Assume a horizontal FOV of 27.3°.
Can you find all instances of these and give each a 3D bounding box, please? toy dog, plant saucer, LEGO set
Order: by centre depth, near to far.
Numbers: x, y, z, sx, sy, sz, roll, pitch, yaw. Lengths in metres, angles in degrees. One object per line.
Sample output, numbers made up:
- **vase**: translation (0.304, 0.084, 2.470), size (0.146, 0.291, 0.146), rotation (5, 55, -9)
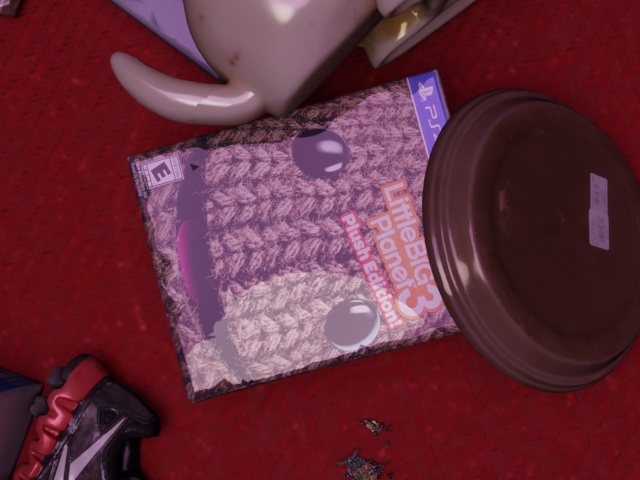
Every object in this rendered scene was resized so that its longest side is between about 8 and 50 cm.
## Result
- **toy dog**: translation (-0.058, -0.332, 1.131), size (0.395, 0.284, 0.408), rotation (-35, 86, 7)
- **plant saucer**: translation (0.205, -0.006, 1.164), size (0.278, 0.041, 0.278), rotation (12, 70, -35)
- **LEGO set**: translation (0.046, 0.215, 1.272), size (0.054, 0.023, 0.083), rotation (31, 78, 4)

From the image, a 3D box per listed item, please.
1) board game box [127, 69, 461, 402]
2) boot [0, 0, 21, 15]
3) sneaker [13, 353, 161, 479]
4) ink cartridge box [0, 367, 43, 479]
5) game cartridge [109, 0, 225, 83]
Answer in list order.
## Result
- **board game box**: translation (0.000, 0.000, 1.222), size (0.291, 0.141, 0.232), rotation (-16, 86, 5)
- **boot**: translation (-0.284, -0.264, 1.312), size (0.106, 0.037, 0.114), rotation (29, 87, 19)
- **sneaker**: translation (-0.241, 0.254, 1.256), size (0.135, 0.097, 0.276), rotation (26, 89, 8)
- **ink cartridge box**: translation (-0.440, 0.183, 1.229), size (0.270, 0.197, 0.198), rotation (21, 90, 6)
- **game cartridge**: translation (-0.064, -0.311, 1.286), size (0.198, 0.062, 0.297), rotation (37, 92, 2)
